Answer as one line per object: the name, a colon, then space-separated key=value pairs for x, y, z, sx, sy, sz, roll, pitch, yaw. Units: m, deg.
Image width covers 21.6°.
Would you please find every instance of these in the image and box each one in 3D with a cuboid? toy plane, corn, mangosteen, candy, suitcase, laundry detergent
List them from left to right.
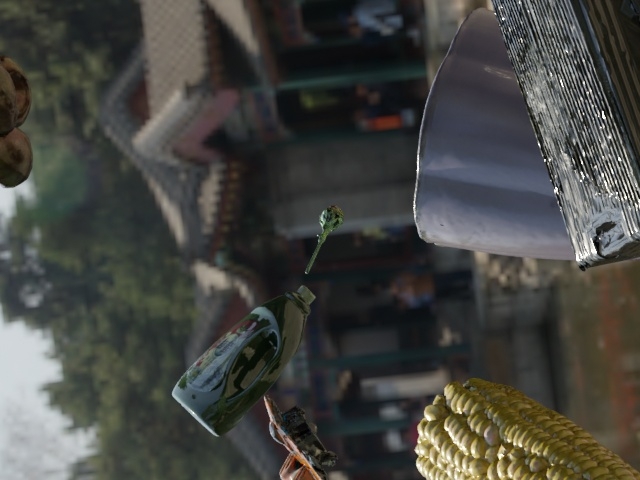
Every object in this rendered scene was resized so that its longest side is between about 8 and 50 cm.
mangosteen: x=-0.395 y=-0.131 z=1.676 sx=0.210 sy=0.210 sz=0.209 roll=-7 pitch=-90 yaw=-88
laundry detergent: x=-0.080 y=0.141 z=2.055 sx=0.063 sy=0.211 sz=0.137 roll=48 pitch=171 yaw=-25
toy plane: x=-0.023 y=0.221 z=1.880 sx=0.135 sy=0.062 sz=0.188 roll=52 pitch=162 yaw=41
candy: x=0.000 y=0.000 z=1.684 sx=0.023 sy=0.025 sz=0.083 roll=91 pitch=-158 yaw=-60
corn: x=0.155 y=0.172 z=1.169 sx=0.292 sy=0.101 sz=0.101 roll=-147 pitch=47 yaw=-65
suitcase: x=0.271 y=-0.157 z=1.456 sx=0.229 sy=0.152 sz=0.335 roll=124 pitch=129 yaw=-78

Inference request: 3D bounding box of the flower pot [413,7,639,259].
flower pot: x=0.251 y=-0.086 z=1.735 sx=0.265 sy=0.243 sz=0.265 roll=-48 pitch=-32 yaw=-46
